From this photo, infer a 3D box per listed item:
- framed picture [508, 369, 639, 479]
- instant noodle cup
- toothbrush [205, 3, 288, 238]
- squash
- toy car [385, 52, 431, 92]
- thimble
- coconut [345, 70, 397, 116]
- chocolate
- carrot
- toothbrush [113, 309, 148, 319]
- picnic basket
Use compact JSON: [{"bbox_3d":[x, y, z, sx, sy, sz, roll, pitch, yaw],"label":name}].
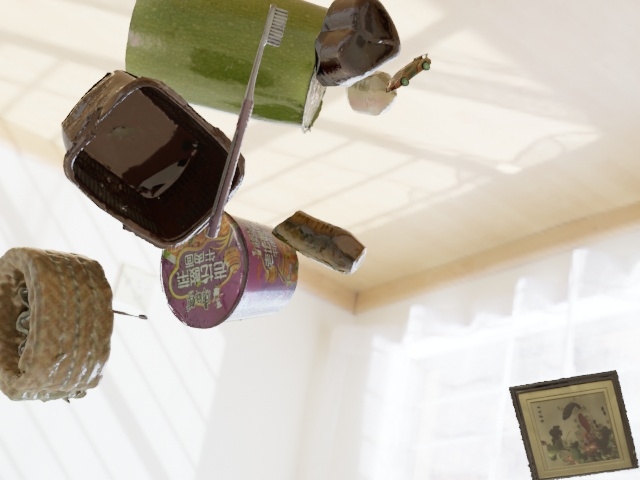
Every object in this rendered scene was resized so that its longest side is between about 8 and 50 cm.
[{"bbox_3d":[0.454,0.338,1.710,0.199,0.195,0.010,-13,-172,19],"label":"framed picture"},{"bbox_3d":[-0.176,0.058,1.953,0.251,0.251,0.190,-11,170,38],"label":"instant noodle cup"},{"bbox_3d":[-0.109,-0.170,1.396,0.029,0.354,0.024,16,-170,-8],"label":"toothbrush"},{"bbox_3d":[-0.167,-0.375,1.882,0.384,0.263,0.263,15,154,3],"label":"squash"},{"bbox_3d":[0.182,-0.351,2.014,0.035,0.122,0.059,60,154,-14],"label":"toy car"},{"bbox_3d":[-0.418,0.124,1.467,0.148,0.229,0.196,7,137,-44],"label":"thimble"},{"bbox_3d":[0.121,-0.337,2.149,0.124,0.110,0.110,11,158,33],"label":"coconut"},{"bbox_3d":[0.065,-0.295,1.444,0.125,0.149,0.080,24,173,-25],"label":"chocolate"},{"bbox_3d":[0.000,0.000,1.761,0.173,0.082,0.082,30,158,15],"label":"carrot"},{"bbox_3d":[-0.318,0.114,1.510,0.097,0.006,0.008,9,139,15],"label":"toothbrush"},{"bbox_3d":[-0.278,-0.136,1.519,0.129,0.222,0.297,43,-179,43],"label":"picnic basket"}]
